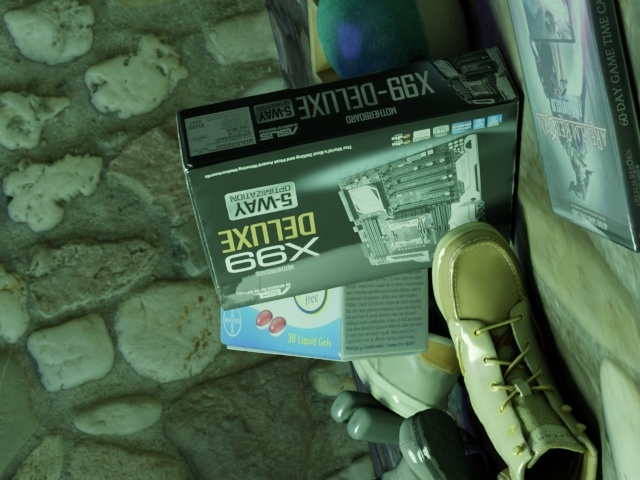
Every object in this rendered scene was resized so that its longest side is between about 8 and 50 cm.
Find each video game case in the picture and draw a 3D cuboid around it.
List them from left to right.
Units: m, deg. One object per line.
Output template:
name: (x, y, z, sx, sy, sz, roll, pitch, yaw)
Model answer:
video game case: (0.183, -0.139, 1.004, 0.196, 0.026, 0.274, -129, 25, -78)

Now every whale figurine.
whale figurine: (0.074, -0.180, 1.404, 0.272, 0.141, 0.216, 79, 173, -46)

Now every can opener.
can opener: (0.113, 0.270, 1.848, 0.283, 0.095, 0.076, 16, -161, -47)

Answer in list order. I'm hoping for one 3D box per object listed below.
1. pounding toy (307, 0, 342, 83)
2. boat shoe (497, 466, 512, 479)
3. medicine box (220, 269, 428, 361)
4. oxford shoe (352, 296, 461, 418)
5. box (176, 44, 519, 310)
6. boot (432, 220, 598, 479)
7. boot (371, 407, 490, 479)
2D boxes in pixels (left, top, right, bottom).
pounding toy: (0.065, -0.238, 1.679, 0.206, 0.094, 0.181, -123, 21, -45)
boat shoe: (0.237, 0.406, 1.472, 0.123, 0.116, 0.324, -176, 72, -85)
medicine box: (0.000, 0.000, 1.760, 0.263, 0.149, 0.289, 0, 92, 52)
oxford shoe: (0.087, 0.098, 1.931, 0.130, 0.169, 0.449, -61, 29, 13)
box: (0.031, -0.053, 1.307, 0.242, 0.307, 0.076, 83, 174, -55)
boot: (0.189, 0.129, 1.310, 0.203, 0.095, 0.262, -113, 7, -60)
boot: (0.096, 0.331, 1.785, 0.338, 0.222, 0.118, 54, -157, -58)
